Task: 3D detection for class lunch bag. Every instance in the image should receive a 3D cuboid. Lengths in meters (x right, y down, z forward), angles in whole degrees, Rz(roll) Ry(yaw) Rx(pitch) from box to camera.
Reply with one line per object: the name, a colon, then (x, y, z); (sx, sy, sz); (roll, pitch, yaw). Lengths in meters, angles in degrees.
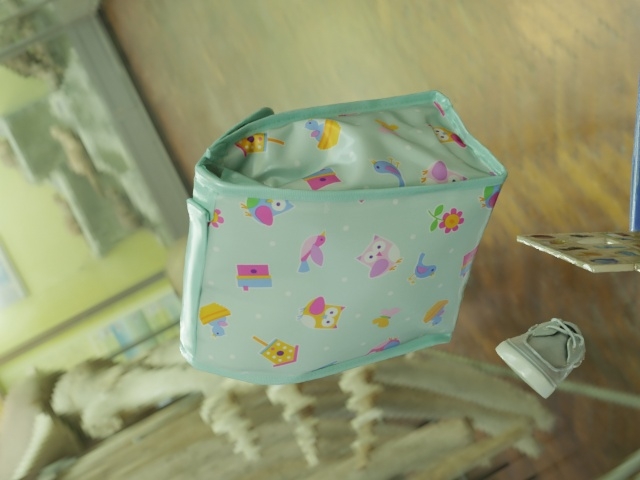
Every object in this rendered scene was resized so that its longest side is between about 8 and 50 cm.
lunch bag: (0.000, 0.000, 1.134); (0.160, 0.262, 0.223); (-122, 32, -41)

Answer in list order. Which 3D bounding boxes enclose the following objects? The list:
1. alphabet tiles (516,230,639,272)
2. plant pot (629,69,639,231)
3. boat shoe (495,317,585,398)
alphabet tiles: (0.317, 0.011, 1.210); (0.237, 0.198, 0.009); (-142, 51, -76)
plant pot: (0.489, -0.130, 1.566); (0.236, 0.212, 0.236); (-64, -25, -57)
boat shoe: (0.261, 0.123, 1.482); (0.079, 0.081, 0.227); (44, -170, 13)
